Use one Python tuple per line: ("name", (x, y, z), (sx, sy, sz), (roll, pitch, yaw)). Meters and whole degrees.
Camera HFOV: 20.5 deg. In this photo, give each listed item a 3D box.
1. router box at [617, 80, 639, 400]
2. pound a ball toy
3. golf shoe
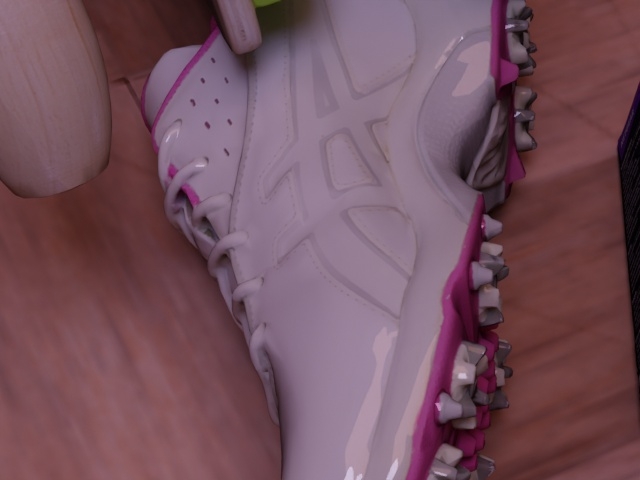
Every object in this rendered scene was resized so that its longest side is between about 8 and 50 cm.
("router box", (0.203, 0.008, 0.640), (0.179, 0.046, 0.133), (4, 55, -2))
("pound a ball toy", (-0.047, -0.166, 0.621), (0.208, 0.135, 0.319), (-18, 32, -4))
("golf shoe", (0.000, 0.000, 0.605), (0.140, 0.115, 0.306), (3, 47, 8))
